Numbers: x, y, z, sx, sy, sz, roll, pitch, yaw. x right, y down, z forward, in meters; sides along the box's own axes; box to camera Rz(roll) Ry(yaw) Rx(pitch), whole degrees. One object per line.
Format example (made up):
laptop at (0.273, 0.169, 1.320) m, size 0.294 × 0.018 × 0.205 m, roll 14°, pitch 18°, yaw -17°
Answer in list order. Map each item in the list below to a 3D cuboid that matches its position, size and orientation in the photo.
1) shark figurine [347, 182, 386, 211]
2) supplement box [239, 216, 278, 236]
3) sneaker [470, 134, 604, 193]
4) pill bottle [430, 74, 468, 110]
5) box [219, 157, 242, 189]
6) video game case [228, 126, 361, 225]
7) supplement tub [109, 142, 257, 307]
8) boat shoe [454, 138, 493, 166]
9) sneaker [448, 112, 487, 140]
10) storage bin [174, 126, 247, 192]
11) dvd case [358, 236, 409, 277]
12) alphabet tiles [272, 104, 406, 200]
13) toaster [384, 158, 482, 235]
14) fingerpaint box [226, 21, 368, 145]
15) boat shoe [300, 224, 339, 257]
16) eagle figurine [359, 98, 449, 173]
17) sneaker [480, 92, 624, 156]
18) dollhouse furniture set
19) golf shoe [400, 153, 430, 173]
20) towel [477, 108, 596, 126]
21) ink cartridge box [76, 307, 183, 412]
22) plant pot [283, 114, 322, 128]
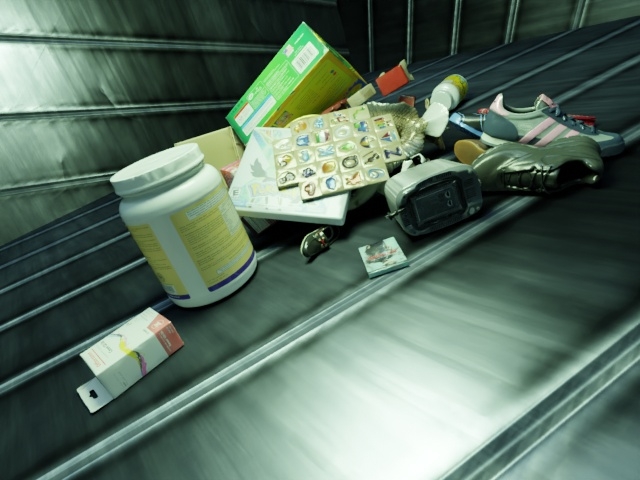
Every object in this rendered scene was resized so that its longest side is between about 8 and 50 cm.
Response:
shark figurine at (0.099, -0.134, 1.177) m, size 0.278 × 0.166 × 0.116 m, roll -35°, pitch -1°, yaw 8°
supplement box at (-0.139, -0.110, 1.214) m, size 0.188 × 0.081 × 0.104 m, roll -34°, pitch 22°, yaw 20°
sneaker at (0.475, -0.158, 0.921) m, size 0.286 × 0.109 × 0.130 m, roll -10°, pitch 34°, yaw 24°
pill bottle at (0.540, -0.616, 1.731) m, size 0.117 × 0.118 × 0.208 m, roll 1°, pitch 33°, yaw 37°
box at (-0.192, -0.253, 1.514) m, size 0.299 × 0.154 × 0.142 m, roll -32°, pitch 27°, yaw -21°
video game case at (-0.070, -0.187, 1.114) m, size 0.328 × 0.036 × 0.300 m, roll 6°, pitch 60°, yaw 15°
supplement tub at (-0.316, -0.036, 0.976) m, size 0.240 × 0.332 × 0.241 m, roll -16°, pitch 26°, yaw 8°
boat shoe at (0.455, -0.233, 1.114) m, size 0.073 × 0.073 × 0.207 m, roll -20°, pitch 33°, yaw -17°
sneaker at (0.479, -0.322, 1.146) m, size 0.232 × 0.091 × 0.081 m, roll 34°, pitch 12°, yaw 24°
storage bin at (-0.409, -0.299, 1.642) m, size 0.262 × 0.261 × 0.123 m, roll -11°, pitch 10°, yaw 17°
dvd case at (0.134, 0.034, 0.887) m, size 0.087 × 0.013 × 0.119 m, roll -18°, pitch 27°, yaw 4°
alphabet tiles at (0.042, -0.243, 1.101) m, size 0.342 × 0.011 × 0.285 m, roll -12°, pitch 58°, yaw 3°
toaster at (0.243, -0.102, 0.948) m, size 0.226 × 0.129 × 0.146 m, roll -23°, pitch 22°, yaw 1°
fingerpaint box at (-0.083, -0.545, 1.593) m, size 0.445 × 0.163 × 0.371 m, roll -43°, pitch -18°, yaw 22°
boat shoe at (-0.001, -0.002, 1.009) m, size 0.042 × 0.049 × 0.133 m, roll -7°, pitch 23°, yaw 41°
eagle figurine at (0.253, -0.329, 1.319) m, size 0.298 × 0.225 × 0.226 m, roll -12°, pitch 35°, yaw -8°
sneaker at (0.564, -0.280, 0.989) m, size 0.318 × 0.131 × 0.112 m, roll 11°, pitch 30°, yaw 17°
dollhouse furniture set at (0.169, -0.443, 1.468) m, size 0.374 × 0.201 × 0.152 m, roll -19°, pitch 20°, yaw 40°
golf shoe at (0.279, -0.182, 1.080) m, size 0.077 × 0.094 × 0.198 m, roll 11°, pitch 21°, yaw 41°
towel at (0.629, -0.365, 1.214) m, size 0.198 × 0.031 × 0.275 m, roll -3°, pitch 22°, yaw -15°
ink cartridge box at (-0.393, 0.231, 0.818) m, size 0.115 × 0.067 × 0.198 m, roll 11°, pitch 40°, yaw 46°
plant pot at (-0.015, -0.271, 1.347) m, size 0.253 × 0.254 × 0.239 m, roll -17°, pitch 10°, yaw 6°
